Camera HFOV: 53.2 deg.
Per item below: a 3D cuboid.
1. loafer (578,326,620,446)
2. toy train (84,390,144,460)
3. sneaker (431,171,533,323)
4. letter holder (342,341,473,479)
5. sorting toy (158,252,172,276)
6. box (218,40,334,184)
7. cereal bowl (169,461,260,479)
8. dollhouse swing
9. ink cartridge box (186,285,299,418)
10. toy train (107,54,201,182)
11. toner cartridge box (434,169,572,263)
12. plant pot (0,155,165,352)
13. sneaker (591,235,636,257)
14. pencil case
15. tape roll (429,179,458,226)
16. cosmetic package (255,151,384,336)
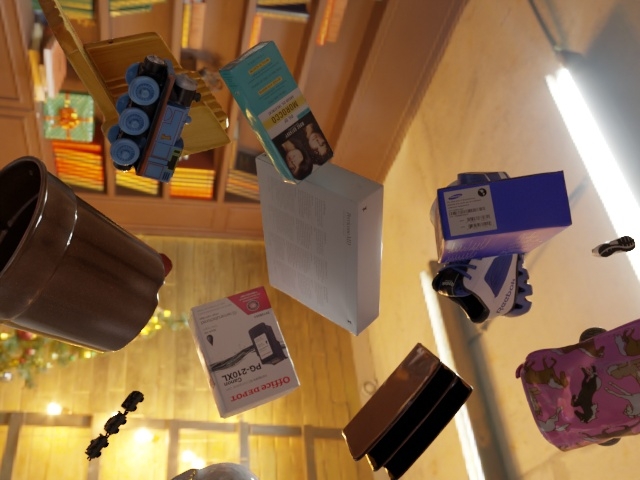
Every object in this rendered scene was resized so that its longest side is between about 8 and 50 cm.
[{"bbox_3d":[0.660,0.338,1.478,0.102,0.092,0.269,-11,-117,38],"label":"loafer"},{"bbox_3d":[-0.411,0.364,1.269,0.158,0.036,0.027,-54,133,-29],"label":"toy train"},{"bbox_3d":[0.307,0.027,1.246,0.127,0.182,0.316,1,-74,56],"label":"sneaker"},{"bbox_3d":[0.216,0.422,1.527,0.302,0.152,0.214,-49,-175,-2],"label":"letter holder"},{"bbox_3d":[-0.317,0.055,1.200,0.042,0.102,0.061,2,86,-65],"label":"sorting toy"},{"bbox_3d":[-0.076,-0.230,1.170,0.060,0.100,0.244,23,-31,57],"label":"box"},{"bbox_3d":[-0.277,0.576,1.316,0.141,0.339,0.339,56,-14,-4],"label":"cereal bowl"},{"bbox_3d":[-0.390,-0.387,1.350,0.347,0.315,0.305,55,-25,40],"label":"dollhouse swing"},{"bbox_3d":[-0.169,0.243,1.391,0.237,0.172,0.100,68,-23,14],"label":"ink cartridge box"},{"bbox_3d":[-0.243,-0.176,0.934,0.184,0.105,0.080,-63,-147,25],"label":"toy train"},{"bbox_3d":[0.261,-0.024,0.984,0.348,0.165,0.075,38,46,-79],"label":"toner cartridge box"},{"bbox_3d":[-0.259,0.030,0.641,0.167,0.165,0.167,-21,-129,29],"label":"plant pot"},{"bbox_3d":[0.681,0.014,1.487,0.044,0.109,0.040,149,-70,-78],"label":"sneaker"},{"bbox_3d":[0.502,0.199,0.985,0.386,0.160,0.167,-29,-143,26],"label":"pencil case"},{"bbox_3d":[0.482,-0.062,1.974,0.169,0.246,0.246,-114,-152,-42],"label":"tape roll"},{"bbox_3d":[0.000,0.000,1.436,0.284,0.097,0.377,30,-41,33],"label":"cosmetic package"}]
